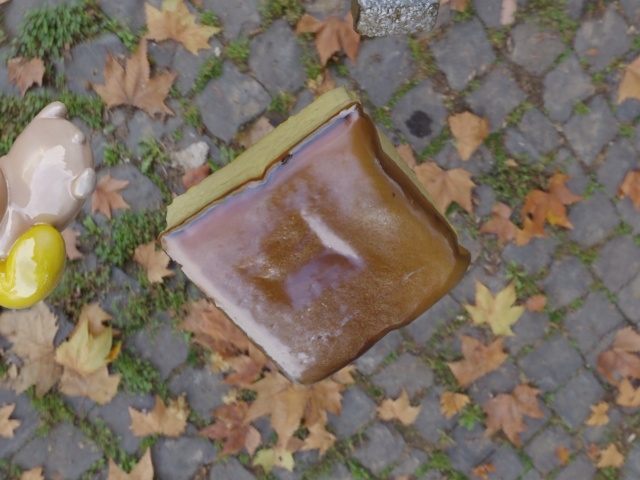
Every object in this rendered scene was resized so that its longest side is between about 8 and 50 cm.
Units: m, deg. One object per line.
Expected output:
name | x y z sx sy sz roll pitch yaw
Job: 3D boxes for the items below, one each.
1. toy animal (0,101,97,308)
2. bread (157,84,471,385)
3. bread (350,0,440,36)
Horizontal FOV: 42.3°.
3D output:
toy animal | -0.513 -0.045 1.285 0.247 0.277 0.345 23 116 -36
bread | 0.000 0.000 1.151 0.324 0.143 0.333 -37 118 10
bread | 0.142 -0.527 1.444 0.165 0.113 0.416 -5 151 -3
